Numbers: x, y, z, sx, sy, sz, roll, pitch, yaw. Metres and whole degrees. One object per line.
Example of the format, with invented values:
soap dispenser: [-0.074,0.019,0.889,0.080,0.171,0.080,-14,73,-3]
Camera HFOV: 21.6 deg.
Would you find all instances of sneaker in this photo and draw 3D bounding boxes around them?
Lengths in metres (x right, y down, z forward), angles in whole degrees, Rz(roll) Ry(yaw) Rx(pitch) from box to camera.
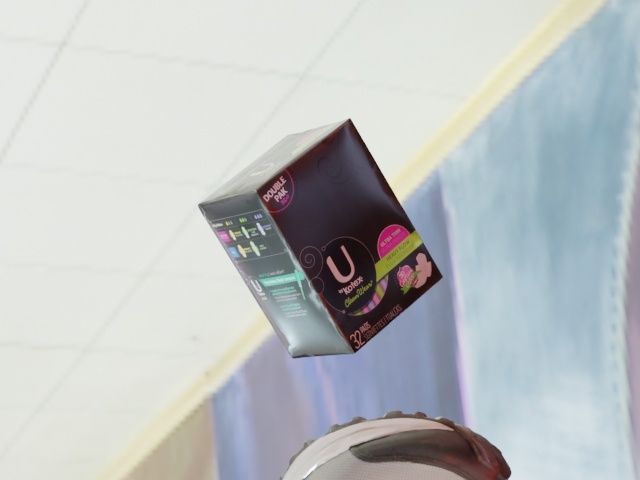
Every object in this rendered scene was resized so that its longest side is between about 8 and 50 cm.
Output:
sneaker: [-0.012,0.187,0.876,0.271,0.108,0.100,-35,121,19]

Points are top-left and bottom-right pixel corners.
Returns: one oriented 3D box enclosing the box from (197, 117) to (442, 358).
box: [0.000,0.000,0.724,0.062,0.083,0.052,-39,-165,-31]
